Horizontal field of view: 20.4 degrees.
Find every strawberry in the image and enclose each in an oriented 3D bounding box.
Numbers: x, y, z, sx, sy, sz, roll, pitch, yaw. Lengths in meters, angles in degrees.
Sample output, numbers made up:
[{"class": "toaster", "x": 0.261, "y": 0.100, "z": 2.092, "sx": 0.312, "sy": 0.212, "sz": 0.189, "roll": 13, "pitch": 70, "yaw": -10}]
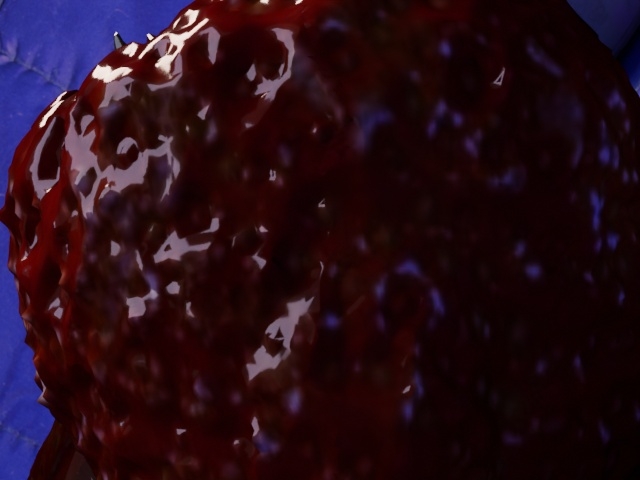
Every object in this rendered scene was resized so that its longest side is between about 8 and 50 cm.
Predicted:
[{"class": "strawberry", "x": 0.010, "y": 0.039, "z": 0.629, "sx": 0.257, "sy": 0.257, "sz": 0.277, "roll": 131, "pitch": 140, "yaw": -50}]

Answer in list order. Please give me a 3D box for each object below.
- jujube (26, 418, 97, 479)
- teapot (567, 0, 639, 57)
[{"class": "jujube", "x": -0.076, "y": 0.149, "z": 0.979, "sx": 0.243, "sy": 0.183, "sz": 0.183, "roll": -63, "pitch": 5, "yaw": 16}, {"class": "teapot", "x": 0.144, "y": -0.164, "z": 1.076, "sx": 0.178, "sy": 0.221, "sz": 0.163, "roll": -49, "pitch": 44, "yaw": -10}]
